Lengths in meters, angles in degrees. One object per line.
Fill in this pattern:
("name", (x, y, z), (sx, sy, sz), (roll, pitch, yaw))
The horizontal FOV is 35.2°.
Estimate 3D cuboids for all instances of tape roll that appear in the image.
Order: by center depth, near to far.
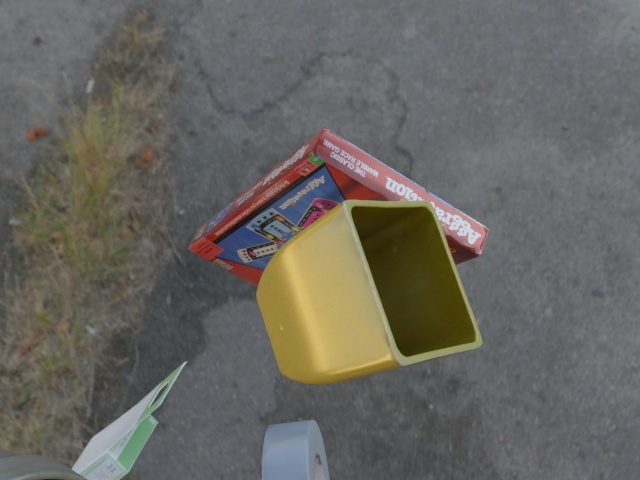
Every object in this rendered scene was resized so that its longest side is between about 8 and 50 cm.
("tape roll", (-0.033, 0.391, 1.560), (0.072, 0.219, 0.219), (-8, 57, 6))

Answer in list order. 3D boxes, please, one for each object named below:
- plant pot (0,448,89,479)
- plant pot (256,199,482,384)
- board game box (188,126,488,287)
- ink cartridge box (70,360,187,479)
("plant pot", (-0.497, 0.402, 1.368), (0.280, 0.323, 0.323), (22, 61, 37))
("plant pot", (0.016, 0.033, 0.509), (0.083, 0.081, 0.081), (-27, 76, 34))
("board game box", (0.000, 0.000, 0.823), (0.145, 0.281, 0.027), (29, 66, -15))
("ink cartridge box", (-0.298, 0.309, 1.600), (0.235, 0.171, 0.056), (-38, 99, 16))
